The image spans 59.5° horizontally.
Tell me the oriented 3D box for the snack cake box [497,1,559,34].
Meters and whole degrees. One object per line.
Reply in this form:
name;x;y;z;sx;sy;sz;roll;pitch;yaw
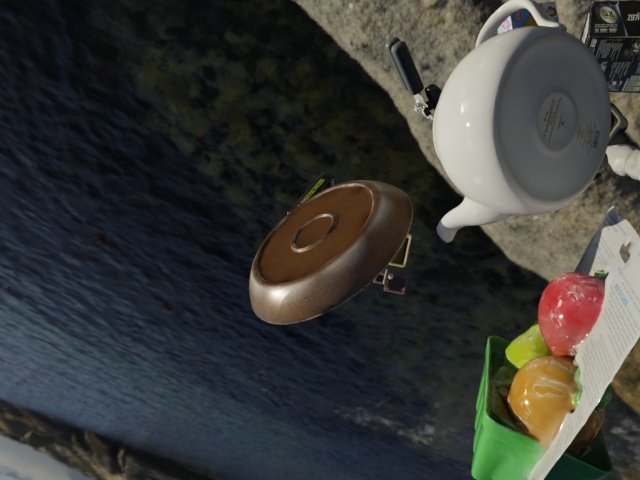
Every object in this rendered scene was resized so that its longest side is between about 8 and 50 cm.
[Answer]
snack cake box;0.614;-0.541;1.617;0.152;0.265;0.089;-8;174;-8

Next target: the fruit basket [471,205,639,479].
fruit basket;0.325;0.152;0.715;0.165;0.327;0.353;29;112;8

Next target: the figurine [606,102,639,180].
figurine;0.537;-0.177;1.036;0.214;0.092;0.209;28;-167;0

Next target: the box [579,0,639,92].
box;0.562;-0.355;1.040;0.147;0.078;0.180;7;165;18

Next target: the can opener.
can opener;0.268;-0.452;1.572;0.280;0.093;0.074;48;-175;-40

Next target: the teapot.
teapot;0.245;-0.160;0.758;0.253;0.256;0.187;60;161;-21

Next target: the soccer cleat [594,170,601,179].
soccer cleat;0.732;-0.160;1.632;0.060;0.073;0.178;-6;175;-41

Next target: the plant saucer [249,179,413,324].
plant saucer;0.000;0.000;0.902;0.310;0.311;0.050;-10;128;44

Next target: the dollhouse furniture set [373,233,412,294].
dollhouse furniture set;0.121;0.032;1.033;0.090;0.115;0.081;11;169;14

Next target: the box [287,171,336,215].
box;-0.008;-0.056;1.518;0.045;0.184;0.191;14;139;27
